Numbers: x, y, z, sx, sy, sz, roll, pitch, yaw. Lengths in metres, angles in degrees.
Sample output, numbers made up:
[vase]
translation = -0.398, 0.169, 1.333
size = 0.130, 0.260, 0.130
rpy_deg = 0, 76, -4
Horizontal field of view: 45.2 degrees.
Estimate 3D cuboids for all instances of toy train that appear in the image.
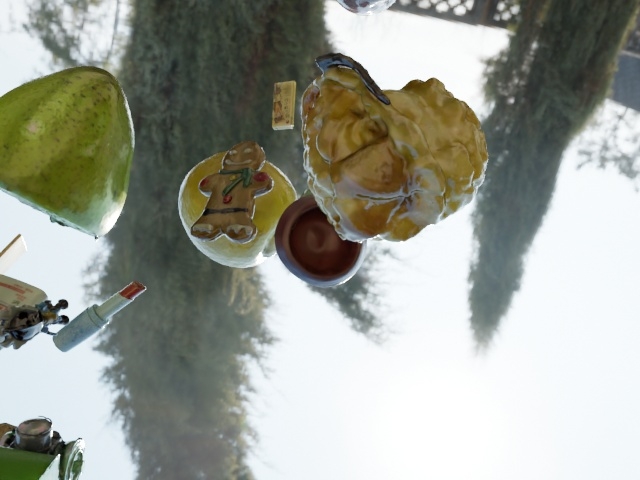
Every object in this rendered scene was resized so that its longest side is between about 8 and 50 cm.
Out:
[toy train]
translation = -0.538, 0.492, 1.385
size = 0.173, 0.307, 0.249
rpy_deg = 9, -163, 1

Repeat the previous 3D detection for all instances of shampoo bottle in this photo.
[shampoo bottle]
translation = -0.726, 0.185, 1.657
size = 0.153, 0.071, 0.284
rpy_deg = 19, -145, 11

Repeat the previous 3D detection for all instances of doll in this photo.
[doll]
translation = -0.614, 0.173, 1.614
size = 0.070, 0.096, 0.195
rpy_deg = 3, -169, 34

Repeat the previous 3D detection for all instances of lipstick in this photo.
[lipstick]
translation = -0.565, 0.189, 1.977
size = 0.068, 0.274, 0.061
rpy_deg = 54, -172, -4

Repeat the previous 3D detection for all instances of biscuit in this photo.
[biscuit]
translation = -0.211, -0.124, 1.848
size = 0.196, 0.049, 0.302
rpy_deg = 1, -125, 20

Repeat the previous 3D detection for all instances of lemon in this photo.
[lemon]
translation = -0.232, -0.090, 2.169
size = 0.348, 0.348, 0.348
rpy_deg = 13, -157, -6

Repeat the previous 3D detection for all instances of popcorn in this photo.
[popcorn]
translation = 0.113, -0.175, 1.397
size = 0.349, 0.382, 0.349
rpy_deg = -26, -153, 15

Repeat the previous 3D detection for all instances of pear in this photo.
[pear]
translation = -0.479, -0.187, 1.505
size = 0.238, 0.318, 0.342
rpy_deg = 17, 169, 23

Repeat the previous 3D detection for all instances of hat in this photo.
[hat]
translation = 0.000, 0.000, 1.642
size = 0.205, 0.206, 0.089
rpy_deg = 9, 177, -13

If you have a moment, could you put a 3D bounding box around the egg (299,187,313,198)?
[egg]
translation = 0.013, -0.067, 1.900
size = 0.149, 0.192, 0.149
rpy_deg = 29, 163, 10

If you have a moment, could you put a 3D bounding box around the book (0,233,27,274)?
[book]
translation = -0.819, 0.065, 1.965
size = 0.012, 0.118, 0.172
rpy_deg = 36, -115, 1

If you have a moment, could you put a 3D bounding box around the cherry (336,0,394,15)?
[cherry]
translation = 0.086, -0.567, 1.501
size = 0.239, 0.206, 0.239
rpy_deg = 37, 169, 8

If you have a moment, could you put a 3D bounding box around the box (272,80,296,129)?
[box]
translation = -0.114, -0.420, 2.390
size = 0.073, 0.149, 0.020
rpy_deg = -1, 174, 30

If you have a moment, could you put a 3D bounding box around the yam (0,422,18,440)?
[yam]
translation = -0.633, 0.470, 1.619
size = 0.128, 0.238, 0.129
rpy_deg = 42, -115, 17
